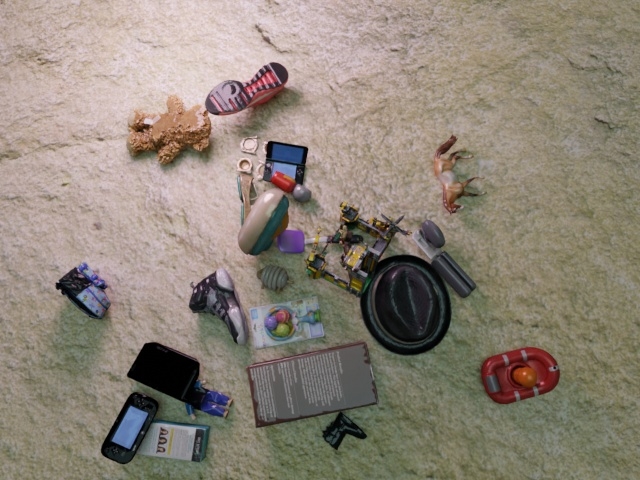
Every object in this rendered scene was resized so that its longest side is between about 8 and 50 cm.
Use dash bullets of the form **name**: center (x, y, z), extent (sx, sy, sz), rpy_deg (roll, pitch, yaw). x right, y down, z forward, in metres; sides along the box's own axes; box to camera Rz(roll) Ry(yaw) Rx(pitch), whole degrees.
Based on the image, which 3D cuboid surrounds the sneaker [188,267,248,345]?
- **sneaker**: center (-0.339, 0.234, 1.555), extent (0.153, 0.101, 0.269), rpy_deg (-21, 73, -2)

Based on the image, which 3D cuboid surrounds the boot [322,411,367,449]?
- **boot**: center (0.073, 0.616, 1.494), extent (0.121, 0.045, 0.099), rpy_deg (36, 80, 15)

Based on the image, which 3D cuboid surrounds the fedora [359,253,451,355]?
- **fedora**: center (0.280, 0.201, 1.513), extent (0.333, 0.152, 0.334), rpy_deg (0, 79, 2)

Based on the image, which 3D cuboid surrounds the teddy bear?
- **teddy bear**: center (-0.543, -0.392, 1.687), extent (0.337, 0.113, 0.245), rpy_deg (-19, 72, 6)

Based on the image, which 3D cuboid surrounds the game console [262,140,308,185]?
- **game console**: center (-0.122, -0.265, 1.639), extent (0.143, 0.085, 0.124), rpy_deg (9, 79, -5)

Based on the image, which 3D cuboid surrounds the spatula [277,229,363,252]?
- **spatula**: center (0.000, 0.000, 1.621), extent (0.296, 0.030, 0.084), rpy_deg (-2, 76, 1)

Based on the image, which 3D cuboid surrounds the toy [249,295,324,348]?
- **toy**: center (-0.115, 0.270, 1.560), extent (0.237, 0.056, 0.137), rpy_deg (-10, 78, 0)

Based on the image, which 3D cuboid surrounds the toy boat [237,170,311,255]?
- **toy boat**: center (-0.140, -0.097, 1.550), extent (0.148, 0.267, 0.318), rpy_deg (31, 51, -7)

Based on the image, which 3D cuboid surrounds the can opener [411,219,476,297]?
- **can opener**: center (0.411, 0.063, 1.565), extent (0.074, 0.093, 0.280), rpy_deg (-34, 83, -36)

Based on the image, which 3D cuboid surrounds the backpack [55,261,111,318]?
- **backpack**: center (-0.759, 0.174, 1.552), extent (0.173, 0.158, 0.117), rpy_deg (44, 65, -4)

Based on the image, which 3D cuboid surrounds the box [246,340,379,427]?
- **box**: center (-0.025, 0.445, 1.484), extent (0.381, 0.143, 0.191), rpy_deg (-11, 79, 1)

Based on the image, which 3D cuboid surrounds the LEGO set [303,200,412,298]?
- **LEGO set**: center (0.106, 0.006, 1.490), extent (0.255, 0.192, 0.331), rpy_deg (36, 65, 16)

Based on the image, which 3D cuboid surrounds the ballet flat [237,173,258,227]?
- **ballet flat**: center (-0.249, -0.133, 1.638), extent (0.067, 0.073, 0.206), rpy_deg (-4, 82, -13)

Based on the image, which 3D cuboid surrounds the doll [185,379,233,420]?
- **doll**: center (-0.385, 0.518, 1.526), extent (0.188, 0.046, 0.129), rpy_deg (19, 79, 5)

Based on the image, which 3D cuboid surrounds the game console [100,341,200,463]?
- **game console**: center (-0.542, 0.513, 1.485), extent (0.213, 0.044, 0.361), rpy_deg (18, 66, 13)

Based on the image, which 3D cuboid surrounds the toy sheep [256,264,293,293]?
- **toy sheep**: center (-0.152, 0.127, 1.575), extent (0.132, 0.091, 0.091), rpy_deg (13, 80, 10)

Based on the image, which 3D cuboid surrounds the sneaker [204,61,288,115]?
- **sneaker**: center (-0.254, -0.506, 1.669), extent (0.313, 0.136, 0.116), rpy_deg (-28, 85, -12)

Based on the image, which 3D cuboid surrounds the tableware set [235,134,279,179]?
- **tableware set**: center (-0.227, -0.299, 1.691), extent (0.141, 0.020, 0.169), rpy_deg (9, 79, 3)

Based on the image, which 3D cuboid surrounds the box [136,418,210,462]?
- **box**: center (-0.483, 0.630, 1.499), extent (0.244, 0.060, 0.101), rpy_deg (6, 79, 3)

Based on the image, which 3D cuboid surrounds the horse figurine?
- **horse figurine**: center (0.465, -0.228, 1.635), extent (0.174, 0.066, 0.263), rpy_deg (-20, 81, -8)

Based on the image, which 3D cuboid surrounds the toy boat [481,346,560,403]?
- **toy boat**: center (0.627, 0.419, 1.461), extent (0.231, 0.151, 0.151), rpy_deg (-15, 79, -1)
